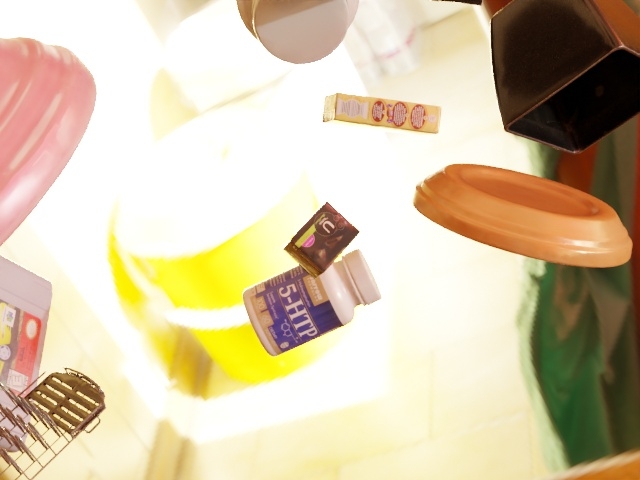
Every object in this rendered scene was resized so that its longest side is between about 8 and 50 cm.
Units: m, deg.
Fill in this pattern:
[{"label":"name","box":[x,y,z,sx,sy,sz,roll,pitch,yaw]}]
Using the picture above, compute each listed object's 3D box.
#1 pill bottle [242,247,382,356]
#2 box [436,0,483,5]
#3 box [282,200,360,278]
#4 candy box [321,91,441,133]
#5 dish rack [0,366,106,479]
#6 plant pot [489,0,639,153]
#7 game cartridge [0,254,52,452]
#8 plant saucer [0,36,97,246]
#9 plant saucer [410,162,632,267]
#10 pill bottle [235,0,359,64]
[{"label":"pill bottle","box":[-0.010,0.086,1.997,0.186,0.112,0.112,-25,30,5]},{"label":"box","box":[0.035,-0.346,1.582,0.257,0.079,0.322,4,17,-9]},{"label":"box","box":[0.000,0.000,1.463,0.062,0.052,0.083,-48,2,-10]},{"label":"candy box","box":[0.104,-0.217,2.335,0.186,0.053,0.109,5,1,-11]},{"label":"dish rack","box":[-0.411,0.257,1.749,0.271,0.074,0.208,-43,31,-20]},{"label":"plant pot","box":[0.327,-0.244,1.754,0.188,0.187,0.167,-35,62,32]},{"label":"game cartridge","box":[-0.517,0.163,2.106,0.060,0.196,0.294,-12,61,34]},{"label":"plant saucer","box":[-0.314,-0.042,0.976,0.332,0.084,0.332,-28,31,18]},{"label":"plant saucer","box":[0.180,-0.028,1.195,0.199,0.037,0.200,12,16,-3]},{"label":"pill bottle","box":[-0.036,-0.372,1.936,0.176,0.176,0.318,-25,28,10]}]
